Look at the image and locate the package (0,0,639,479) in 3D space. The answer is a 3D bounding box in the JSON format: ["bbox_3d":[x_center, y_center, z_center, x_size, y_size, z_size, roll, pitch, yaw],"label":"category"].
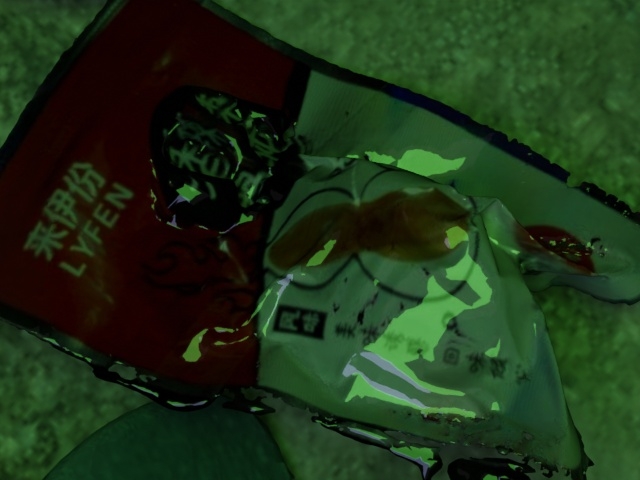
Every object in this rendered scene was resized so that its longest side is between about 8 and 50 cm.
[{"bbox_3d":[0.000,0.000,0.672,0.269,0.071,0.194,19,46,15],"label":"package"}]

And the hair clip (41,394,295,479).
[{"bbox_3d":[-0.159,0.240,0.549,0.238,0.392,0.318,-26,78,24],"label":"hair clip"}]
